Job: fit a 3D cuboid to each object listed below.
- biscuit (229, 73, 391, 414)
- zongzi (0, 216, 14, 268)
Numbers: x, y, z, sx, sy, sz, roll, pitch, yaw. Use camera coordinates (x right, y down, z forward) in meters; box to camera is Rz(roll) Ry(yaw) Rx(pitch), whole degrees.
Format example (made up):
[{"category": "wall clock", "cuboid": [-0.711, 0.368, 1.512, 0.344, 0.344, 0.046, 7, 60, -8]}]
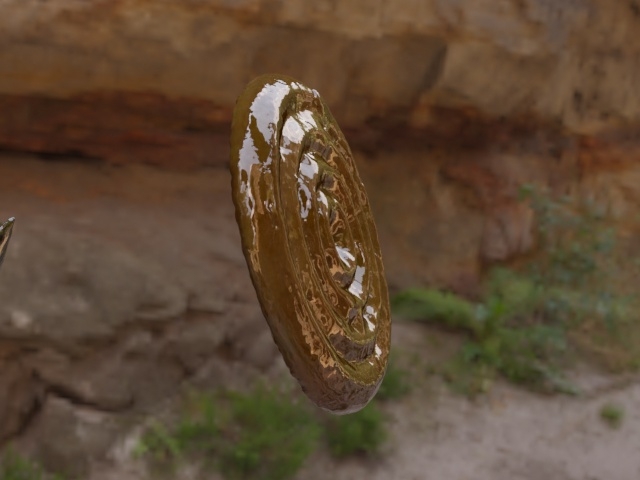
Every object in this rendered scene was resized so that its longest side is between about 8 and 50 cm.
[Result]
[{"category": "biscuit", "cuboid": [0.001, 0.000, 1.154, 0.037, 0.262, 0.262, -15, 10, 18]}, {"category": "zongzi", "cuboid": [-0.328, 0.247, 1.273, 0.403, 0.432, 0.208, 55, 5, 16]}]
